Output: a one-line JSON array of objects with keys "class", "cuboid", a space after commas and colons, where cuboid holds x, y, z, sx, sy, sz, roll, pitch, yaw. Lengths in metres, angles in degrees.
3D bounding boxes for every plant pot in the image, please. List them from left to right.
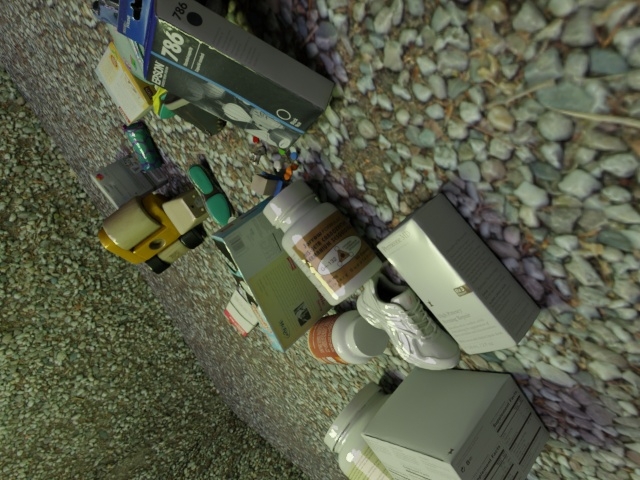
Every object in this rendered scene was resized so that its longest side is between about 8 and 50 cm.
[{"class": "plant pot", "cuboid": [-0.389, -0.099, 1.332, 0.096, 0.109, 0.109, -20, 106, 47]}]

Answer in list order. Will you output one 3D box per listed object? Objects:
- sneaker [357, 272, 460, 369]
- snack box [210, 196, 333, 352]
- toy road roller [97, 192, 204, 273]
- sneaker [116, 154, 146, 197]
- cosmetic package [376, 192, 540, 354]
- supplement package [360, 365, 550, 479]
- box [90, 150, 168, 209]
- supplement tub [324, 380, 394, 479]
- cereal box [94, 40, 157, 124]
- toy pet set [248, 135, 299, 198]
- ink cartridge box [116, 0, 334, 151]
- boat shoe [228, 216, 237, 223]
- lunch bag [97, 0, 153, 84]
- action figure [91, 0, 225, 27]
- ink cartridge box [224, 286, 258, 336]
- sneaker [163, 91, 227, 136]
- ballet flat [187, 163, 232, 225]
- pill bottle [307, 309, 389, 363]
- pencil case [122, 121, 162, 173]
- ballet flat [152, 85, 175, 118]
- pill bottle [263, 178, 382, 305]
[{"class": "sneaker", "cuboid": [0.166, 0.149, 0.839, 0.232, 0.090, 0.115, 35, 144, 25]}, {"class": "snack box", "cuboid": [-0.094, 0.075, 1.017, 0.060, 0.187, 0.322, 11, 131, 50]}, {"class": "toy road roller", "cuboid": [-0.570, -0.060, 1.468, 0.241, 0.202, 0.329, 54, -179, 28]}, {"class": "sneaker", "cuboid": [-0.739, -0.205, 1.708, 0.161, 0.102, 0.282, 54, 151, -11]}, {"class": "cosmetic package", "cuboid": [0.205, 0.055, 0.680, 0.231, 0.085, 0.117, 49, 150, 3]}, {"class": "supplement package", "cuboid": [0.246, 0.369, 0.849, 0.145, 0.204, 0.262, 55, 151, -8]}, {"class": "box", "cuboid": [-0.623, -0.202, 1.455, 0.145, 0.186, 0.038, 49, 151, 4]}, {"class": "supplement tub", "cuboid": [0.192, 0.529, 1.075, 0.325, 0.235, 0.235, 37, 148, 25]}, {"class": "cereal box", "cuboid": [-0.529, -0.427, 1.212, 0.240, 0.047, 0.173, 2, 124, 54]}, {"class": "toy pet set", "cuboid": [-0.091, -0.144, 0.923, 0.122, 0.065, 0.114, 29, 109, 29]}, {"class": "ink cartridge box", "cuboid": [-0.160, -0.265, 0.691, 0.332, 0.065, 0.165, 25, 158, -18]}, {"class": "boat shoe", "cuboid": [-0.197, -0.023, 1.207, 0.125, 0.038, 0.046, 33, 105, 20]}, {"class": "lunch bag", "cuboid": [-0.367, -0.467, 0.867, 0.224, 0.107, 0.279, 38, 148, 44]}, {"class": "action figure", "cuboid": [-0.183, -0.399, 0.705, 0.341, 0.179, 0.330, 22, 157, -6]}, {"class": "ink cartridge box", "cuboid": [-0.151, 0.148, 1.195, 0.100, 0.172, 0.237, 48, 151, 5]}, {"class": "sneaker", "cuboid": [-0.203, -0.285, 0.902, 0.222, 0.083, 0.118, -1, 156, 37]}, {"class": "ballet flat", "cuboid": [-0.302, -0.129, 1.226, 0.070, 0.070, 0.188, 7, 126, 52]}, {"class": "pill bottle", "cuboid": [0.063, 0.227, 1.033, 0.121, 0.121, 0.216, 53, 151, -3]}, {"class": "pencil case", "cuboid": [-0.555, -0.291, 1.383, 0.070, 0.064, 0.152, 9, 133, 24]}, {"class": "ballet flat", "cuboid": [-0.348, -0.350, 1.023, 0.231, 0.077, 0.077, -7, 100, 59]}, {"class": "pill bottle", "cuboid": [0.000, 0.000, 0.858, 0.229, 0.131, 0.131, 50, 151, 3]}]
